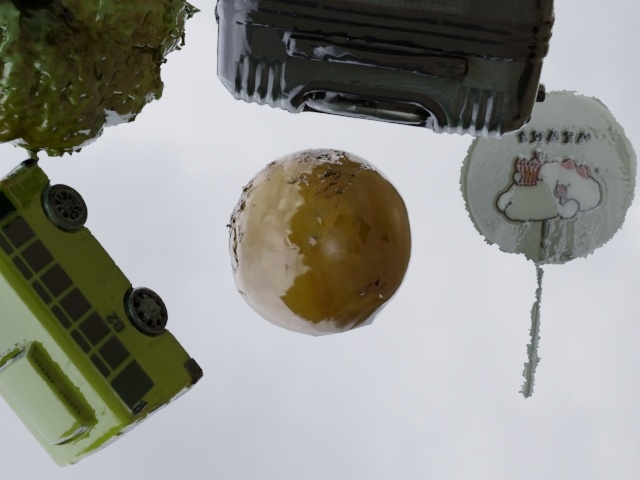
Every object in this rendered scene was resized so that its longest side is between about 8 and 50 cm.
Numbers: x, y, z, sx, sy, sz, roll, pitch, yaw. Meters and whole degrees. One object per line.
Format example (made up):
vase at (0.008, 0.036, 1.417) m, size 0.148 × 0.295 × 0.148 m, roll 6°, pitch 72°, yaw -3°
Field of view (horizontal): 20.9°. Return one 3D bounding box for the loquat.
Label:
loquat at (0.000, 0.000, 2.093) m, size 0.235 × 0.235 × 0.235 m, roll -4°, pitch -90°, yaw -65°

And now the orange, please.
orange at (-0.257, -0.212, 1.509) m, size 0.301 × 0.223 × 0.300 m, roll 42°, pitch -101°, yaw -19°

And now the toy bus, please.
toy bus at (-0.246, 0.073, 1.580) m, size 0.262 × 0.128 × 0.150 m, roll 52°, pitch -143°, yaw -5°

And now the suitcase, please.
suitcase at (0.048, -0.168, 1.086) m, size 0.312 × 0.202 × 0.128 m, roll -70°, pitch -12°, yaw -68°

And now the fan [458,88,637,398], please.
fan at (0.232, 0.002, 1.814) m, size 0.009 × 0.191 × 0.329 m, roll 26°, pitch -113°, yaw -68°
